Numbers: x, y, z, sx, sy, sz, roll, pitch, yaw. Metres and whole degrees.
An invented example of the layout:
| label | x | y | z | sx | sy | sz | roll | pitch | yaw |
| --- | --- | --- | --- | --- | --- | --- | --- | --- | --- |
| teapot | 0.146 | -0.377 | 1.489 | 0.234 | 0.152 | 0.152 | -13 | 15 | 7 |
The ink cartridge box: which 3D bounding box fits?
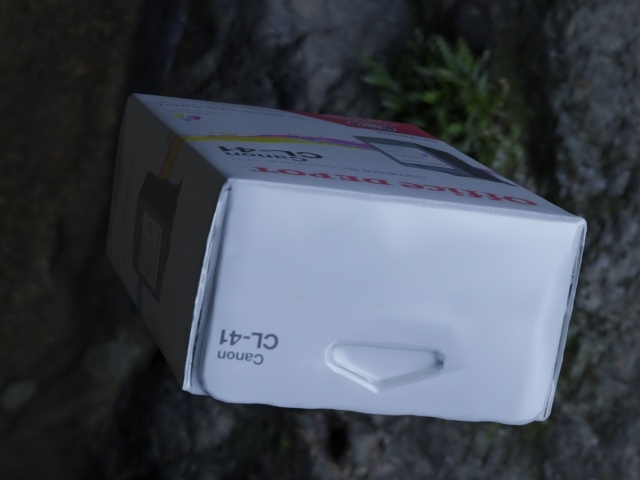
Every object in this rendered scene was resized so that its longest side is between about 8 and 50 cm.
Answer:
| label | x | y | z | sx | sy | sz | roll | pitch | yaw |
| --- | --- | --- | --- | --- | --- | --- | --- | --- | --- |
| ink cartridge box | 0.000 | 0.000 | 0.989 | 0.226 | 0.306 | 0.131 | 6 | 101 | -18 |
